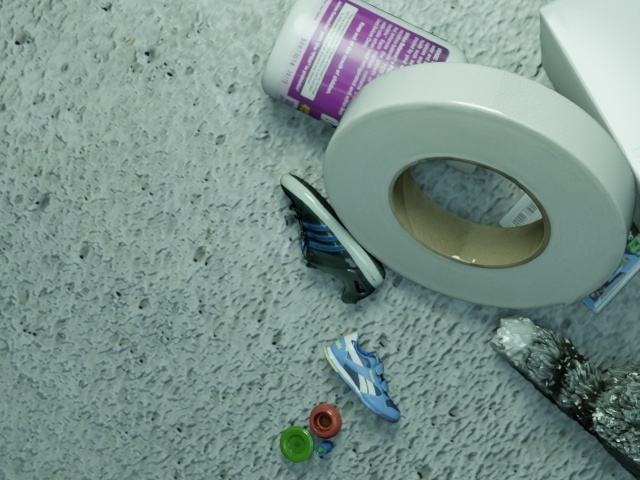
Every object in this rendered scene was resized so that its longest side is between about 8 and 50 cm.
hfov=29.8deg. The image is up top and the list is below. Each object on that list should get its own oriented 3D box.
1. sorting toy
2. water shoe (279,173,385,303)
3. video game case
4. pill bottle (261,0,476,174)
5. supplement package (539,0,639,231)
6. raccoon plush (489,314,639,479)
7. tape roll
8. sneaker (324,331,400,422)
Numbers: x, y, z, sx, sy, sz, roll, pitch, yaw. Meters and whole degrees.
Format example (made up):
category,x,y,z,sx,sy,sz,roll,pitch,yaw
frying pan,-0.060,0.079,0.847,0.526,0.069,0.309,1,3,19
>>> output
category,x,y,z,sx,sy,sz,roll,pitch,yaw
sorting toy,-0.006,0.272,1.684,0.102,0.042,0.061,-40,76,16
water shoe,0.000,0.000,1.644,0.080,0.073,0.203,-41,90,8
video game case,0.373,-0.036,1.616,0.183,0.023,0.201,45,99,19
pill bottle,0.088,-0.205,1.578,0.301,0.169,0.169,26,95,1
supplement package,0.420,-0.182,1.519,0.175,0.177,0.293,-27,72,4
raccoon plush,0.487,0.169,1.581,0.446,0.216,0.299,42,87,-1
tape roll,0.194,-0.056,1.498,0.392,0.392,0.072,25,56,0
sneaker,0.069,0.190,1.665,0.059,0.053,0.144,-40,93,2
